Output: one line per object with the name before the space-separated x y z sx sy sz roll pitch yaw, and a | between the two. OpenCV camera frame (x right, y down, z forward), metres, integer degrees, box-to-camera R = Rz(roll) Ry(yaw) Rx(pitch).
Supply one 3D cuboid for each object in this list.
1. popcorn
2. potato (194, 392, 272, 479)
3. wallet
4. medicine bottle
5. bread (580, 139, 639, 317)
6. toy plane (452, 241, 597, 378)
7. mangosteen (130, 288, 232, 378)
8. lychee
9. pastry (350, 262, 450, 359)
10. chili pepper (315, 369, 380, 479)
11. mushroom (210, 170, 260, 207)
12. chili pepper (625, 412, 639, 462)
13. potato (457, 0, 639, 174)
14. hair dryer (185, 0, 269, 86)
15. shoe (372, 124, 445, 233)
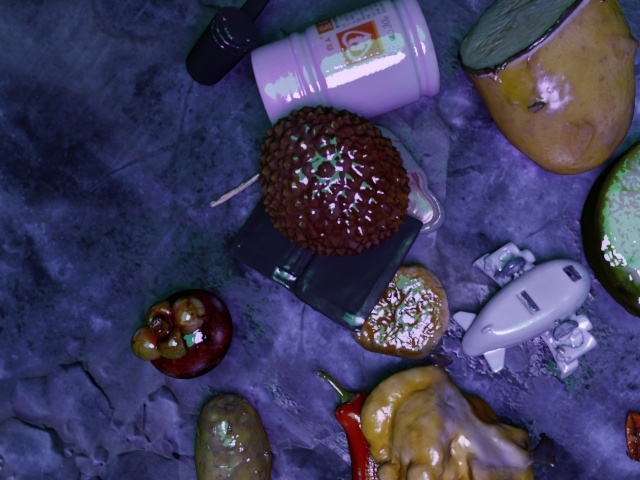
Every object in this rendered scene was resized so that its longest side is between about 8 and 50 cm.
popcorn | 0.229 0.383 1.058 0.316 0.297 0.280 51 122 45
potato | -0.169 0.420 1.173 0.150 0.113 0.251 -13 93 -1
wallet | 0.000 0.000 1.166 0.323 0.041 0.247 27 78 24
medicine bottle | 0.047 -0.320 1.145 0.316 0.202 0.202 -19 84 5
bread | 0.666 -0.028 1.078 0.367 0.129 0.381 -5 84 10
toy plane | 0.373 0.129 1.111 0.267 0.122 0.266 -6 71 17
mangosteen | -0.264 0.176 1.158 0.200 0.200 0.199 -1 86 8
lychee | 0.018 -0.107 1.042 0.268 0.267 0.267 -1 86 8
pastry | 0.147 0.135 1.155 0.193 0.093 0.182 -3 82 9
chili pepper | 0.071 0.424 1.131 0.137 0.092 0.368 1 76 -23
mushroom | -0.108 -0.146 1.246 0.286 0.028 0.025 -30 83 10
chili pepper | 0.644 0.349 1.092 0.169 0.065 0.088 -6 101 2
potato | 0.445 -0.313 1.110 0.296 0.290 0.397 47 50 -21
hair dryer | -0.157 -0.435 1.217 0.089 0.197 0.251 40 64 -17
shoe | 0.149 -0.121 1.170 0.103 0.100 0.251 -38 85 4
